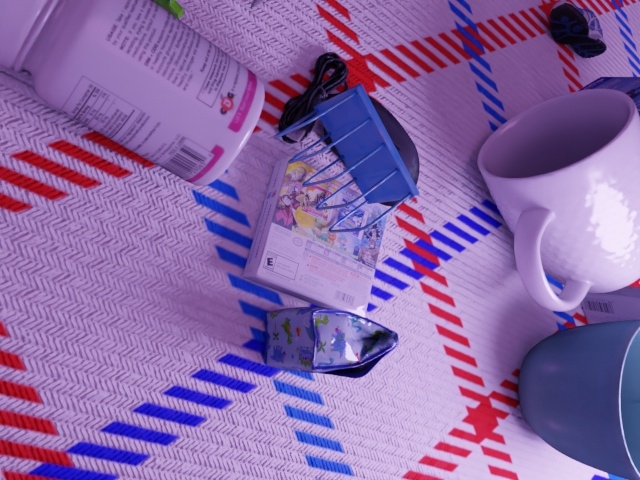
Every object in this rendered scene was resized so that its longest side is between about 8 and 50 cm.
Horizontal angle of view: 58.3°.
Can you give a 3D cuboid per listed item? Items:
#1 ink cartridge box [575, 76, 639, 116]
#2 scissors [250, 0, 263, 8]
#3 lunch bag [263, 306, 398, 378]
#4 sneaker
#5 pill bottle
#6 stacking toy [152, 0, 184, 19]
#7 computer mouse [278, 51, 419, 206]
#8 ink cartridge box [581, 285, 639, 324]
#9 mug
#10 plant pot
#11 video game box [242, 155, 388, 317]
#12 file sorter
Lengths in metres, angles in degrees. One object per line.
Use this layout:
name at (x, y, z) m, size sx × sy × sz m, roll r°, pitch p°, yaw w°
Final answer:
ink cartridge box at (0.656, -0.190, 1.191) m, size 0.151 × 0.395 × 0.269 m, roll -32°, pitch 111°, yaw -5°
scissors at (-0.017, -0.452, 0.923) m, size 0.109 × 0.021 × 0.297 m, roll 33°, pitch 65°, yaw -30°
lunch bag at (0.014, 0.141, 0.806) m, size 0.151 × 0.129 × 0.096 m, roll 4°, pitch 82°, yaw -37°
sneaker at (0.597, -0.505, 1.343) m, size 0.211 × 0.080 × 0.081 m, roll 17°, pitch 68°, yaw -43°
pill bottle at (-0.220, -0.196, 0.660) m, size 0.283 × 0.160 × 0.160 m, roll 30°, pitch 68°, yaw -30°
stacking toy at (-0.235, -0.381, 0.701) m, size 0.221 × 0.052 × 0.166 m, roll 41°, pitch 42°, yaw -23°
computer mouse at (0.075, -0.161, 0.923) m, size 0.272 × 0.072 × 0.188 m, roll 41°, pitch 62°, yaw -25°
ink cartridge box at (0.690, 0.217, 1.189) m, size 0.060 × 0.275 × 0.238 m, roll -24°, pitch 99°, yaw -19°
mug at (0.465, -0.039, 1.063) m, size 0.374 × 0.276 × 0.328 m, roll -51°, pitch 120°, yaw -31°
plant pot at (0.527, 0.291, 1.090) m, size 0.293 × 0.235 × 0.292 m, roll 4°, pitch 82°, yaw -36°
video game box at (0.000, 0.000, 0.864) m, size 0.205 × 0.048 × 0.186 m, roll 25°, pitch 72°, yaw -31°
file sorter at (0.031, -0.105, 0.798) m, size 0.104 × 0.118 × 0.170 m, roll -38°, pitch 106°, yaw -24°
